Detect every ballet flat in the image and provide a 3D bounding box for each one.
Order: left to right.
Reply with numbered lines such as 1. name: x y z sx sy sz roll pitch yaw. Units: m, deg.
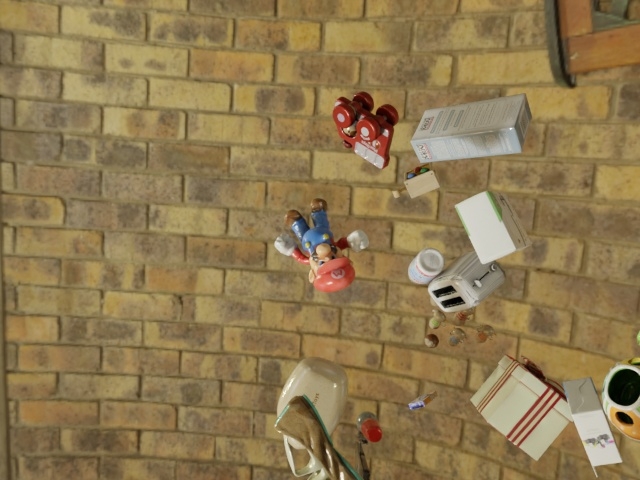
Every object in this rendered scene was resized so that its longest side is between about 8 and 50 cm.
1. ballet flat: -0.001 0.516 1.186 0.124 0.342 0.116 -36 -160 -15

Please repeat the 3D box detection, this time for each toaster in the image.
1. toaster: 0.419 0.124 1.498 0.146 0.129 0.227 -37 -179 -25

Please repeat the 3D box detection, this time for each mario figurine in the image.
1. mario figurine: 0.000 0.000 1.381 0.170 0.198 0.320 19 -150 -36

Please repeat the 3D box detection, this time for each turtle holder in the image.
1. turtle holder: 1.005 0.453 1.549 0.227 0.320 0.243 29 -168 -25

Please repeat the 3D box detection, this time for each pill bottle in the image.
1. pill bottle: 0.326 0.086 1.595 0.087 0.087 0.160 3 160 -3

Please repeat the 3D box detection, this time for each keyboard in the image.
1. keyboard: 0.145 0.756 1.752 0.033 0.201 0.317 2 174 -1

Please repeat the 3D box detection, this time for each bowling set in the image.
1. bowling set: 0.487 0.321 1.892 0.287 0.200 0.154 38 156 17

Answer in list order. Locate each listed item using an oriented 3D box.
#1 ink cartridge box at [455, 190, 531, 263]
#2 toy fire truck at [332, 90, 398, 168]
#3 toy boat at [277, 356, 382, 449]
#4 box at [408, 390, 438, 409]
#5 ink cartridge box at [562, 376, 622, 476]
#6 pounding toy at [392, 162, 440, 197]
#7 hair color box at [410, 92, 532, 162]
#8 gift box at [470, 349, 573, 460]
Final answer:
1. ink cartridge box: 0.444 -0.036 1.296 0.093 0.160 0.219 -29 169 30
2. toy fire truck: 0.174 -0.460 2.140 0.302 0.254 0.169 35 -126 22
3. toy boat: 0.032 0.501 1.497 0.318 0.267 0.148 25 176 -4
4. box: 0.450 0.706 2.245 0.136 0.028 0.081 -10 164 -48
5. ink cartridge box: 0.581 0.396 1.080 0.062 0.181 0.104 -20 -162 23
6. pounding toy: 0.395 -0.260 2.188 0.206 0.094 0.181 -22 -160 19
7. hair color box: 0.533 -0.394 1.814 0.375 0.185 0.113 1 140 38
8. gift box: 0.708 0.558 1.808 0.255 0.258 0.276 38 -176 -5
